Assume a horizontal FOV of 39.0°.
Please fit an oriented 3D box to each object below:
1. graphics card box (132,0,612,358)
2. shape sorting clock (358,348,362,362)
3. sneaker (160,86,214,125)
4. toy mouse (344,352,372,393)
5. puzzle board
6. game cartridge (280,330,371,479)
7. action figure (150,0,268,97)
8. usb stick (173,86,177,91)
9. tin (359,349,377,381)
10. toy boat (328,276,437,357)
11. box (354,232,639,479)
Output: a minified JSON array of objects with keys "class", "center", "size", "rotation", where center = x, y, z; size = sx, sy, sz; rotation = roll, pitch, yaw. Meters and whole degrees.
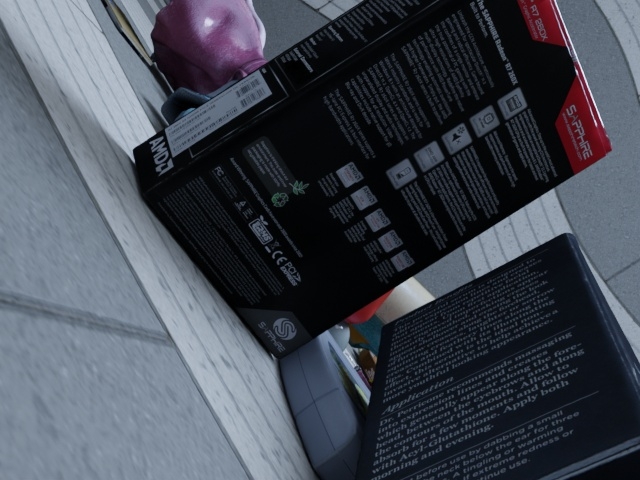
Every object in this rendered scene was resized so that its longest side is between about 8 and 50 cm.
[{"class":"graphics card box","center":[0.051,-0.078,0.803],"size":[0.233,0.370,0.094],"rotation":[54,3,-37]},{"class":"shape sorting clock","center":[0.140,0.300,1.864],"size":[0.206,0.040,0.206],"rotation":[54,5,-7]},{"class":"sneaker","center":[-0.130,-0.098,1.086],"size":[0.125,0.104,0.262],"rotation":[33,13,-40]},{"class":"toy mouse","center":[0.076,0.241,1.336],"size":[0.161,0.031,0.143],"rotation":[57,1,-1]},{"class":"puzzle board","center":[-0.306,-0.336,1.388],"size":[0.128,0.011,0.096],"rotation":[58,3,31]},{"class":"game cartridge","center":[0.033,0.186,0.857],"size":[0.196,0.060,0.294],"rotation":[53,3,-15]},{"class":"action figure","center":[-0.106,-0.245,1.450],"size":[0.370,0.276,0.248],"rotation":[43,-8,16]},{"class":"usb stick","center":[-0.262,-0.318,1.708],"size":[0.077,0.045,0.278],"rotation":[55,2,-31]},{"class":"tin","center":[0.137,0.275,1.744],"size":[0.106,0.040,0.190],"rotation":[22,30,-39]},{"class":"toy boat","center":[0.072,0.107,1.132],"size":[0.267,0.148,0.318],"rotation":[46,5,26]},{"class":"box","center":[0.193,0.212,0.715],"size":[0.294,0.212,0.395],"rotation":[59,15,-10]}]
